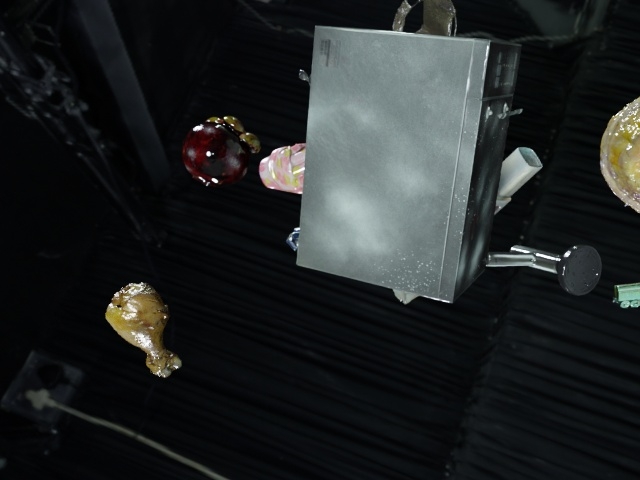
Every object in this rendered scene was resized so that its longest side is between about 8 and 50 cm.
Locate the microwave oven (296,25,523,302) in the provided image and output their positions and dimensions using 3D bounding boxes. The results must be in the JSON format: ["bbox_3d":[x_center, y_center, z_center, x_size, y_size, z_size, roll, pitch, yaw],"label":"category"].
[{"bbox_3d":[0.149,-0.153,1.258,0.236,0.374,0.432,-26,-55,-61],"label":"microwave oven"}]

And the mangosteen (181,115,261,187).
[{"bbox_3d":[-0.285,-0.248,1.926,0.210,0.209,0.210,19,-90,-77],"label":"mangosteen"}]

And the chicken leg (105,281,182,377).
[{"bbox_3d":[-0.302,0.167,1.213,0.087,0.107,0.252,-44,-32,-27],"label":"chicken leg"}]

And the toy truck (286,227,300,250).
[{"bbox_3d":[0.000,0.000,1.929,0.074,0.201,0.088,53,-133,-38],"label":"toy truck"}]

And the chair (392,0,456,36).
[{"bbox_3d":[0.238,-0.447,1.563,0.149,0.174,0.213,-37,-28,-7],"label":"chair"}]

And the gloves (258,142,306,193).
[{"bbox_3d":[-0.050,-0.197,1.924,0.126,0.241,0.145,-5,-90,-50],"label":"gloves"}]

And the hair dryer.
[{"bbox_3d":[0.663,0.091,2.185,0.284,0.320,0.156,-19,-74,-30],"label":"hair dryer"}]

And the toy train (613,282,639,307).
[{"bbox_3d":[0.870,0.145,1.873,0.038,0.147,0.071,-77,-24,-58],"label":"toy train"}]

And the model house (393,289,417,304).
[{"bbox_3d":[0.328,0.013,2.199,0.298,0.284,0.243,80,167,-55],"label":"model house"}]

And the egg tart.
[{"bbox_3d":[0.881,-0.213,1.735,0.150,0.351,0.352,-32,-40,-56],"label":"egg tart"}]

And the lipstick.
[{"bbox_3d":[0.431,-0.125,1.703,0.078,0.078,0.253,0,-35,-37],"label":"lipstick"}]
